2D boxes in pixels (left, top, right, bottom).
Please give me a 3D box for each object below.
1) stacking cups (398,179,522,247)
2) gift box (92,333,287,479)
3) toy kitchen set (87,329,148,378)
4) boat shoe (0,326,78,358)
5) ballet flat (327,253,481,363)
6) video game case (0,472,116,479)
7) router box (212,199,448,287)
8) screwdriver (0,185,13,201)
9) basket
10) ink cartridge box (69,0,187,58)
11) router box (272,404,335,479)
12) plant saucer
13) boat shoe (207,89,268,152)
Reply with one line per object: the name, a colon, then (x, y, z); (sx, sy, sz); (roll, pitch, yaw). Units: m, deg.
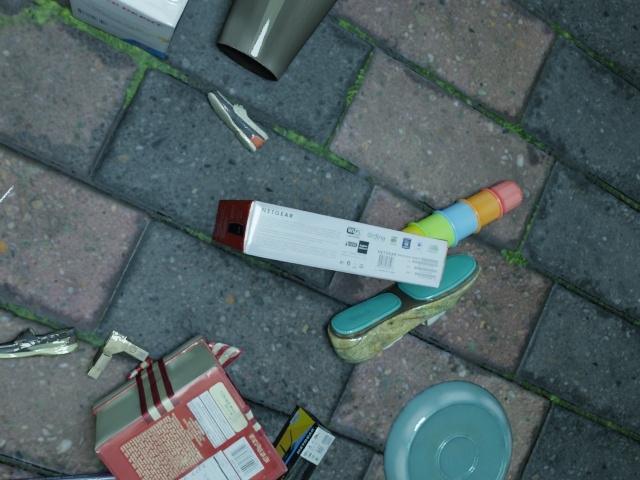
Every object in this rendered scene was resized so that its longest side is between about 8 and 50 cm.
stacking cups: (0.284, -0.034, 1.328); (0.316, 0.096, 0.096); (-26, 101, -15)
gift box: (-0.208, 0.325, 1.100); (0.276, 0.258, 0.255); (-29, 102, -16)
toy kitchen set: (-0.360, 0.218, 1.142); (0.075, 0.068, 0.083); (34, 83, -18)
boat shoe: (-0.498, 0.175, 1.104); (0.152, 0.056, 0.049); (-1, 89, -28)
ballet flat: (0.175, 0.142, 1.305); (0.348, 0.123, 0.123); (-26, 101, -16)
video game case: (-0.474, 0.520, 1.147); (0.274, 0.026, 0.196); (3, 93, -18)
router box: (0.000, 0.000, 1.127); (0.335, 0.301, 0.082); (11, 90, -20)
screwdriver: (-0.573, -0.026, 1.077); (0.024, 0.025, 0.170); (40, 82, -17)
basket: (-0.076, -0.417, 1.154); (0.204, 0.154, 0.227); (28, 91, -50)
ink cartridge box: (-0.293, -0.427, 1.035); (0.171, 0.233, 0.168); (23, 86, -19)
router box: (-0.057, 0.418, 1.223); (0.046, 0.133, 0.179); (36, 82, -18)
plant saucer: (0.290, 0.465, 1.392); (0.318, 0.044, 0.317); (-1, 94, -19)
boat shoe: (-0.154, -0.227, 1.193); (0.043, 0.049, 0.137); (-46, 108, -14)
